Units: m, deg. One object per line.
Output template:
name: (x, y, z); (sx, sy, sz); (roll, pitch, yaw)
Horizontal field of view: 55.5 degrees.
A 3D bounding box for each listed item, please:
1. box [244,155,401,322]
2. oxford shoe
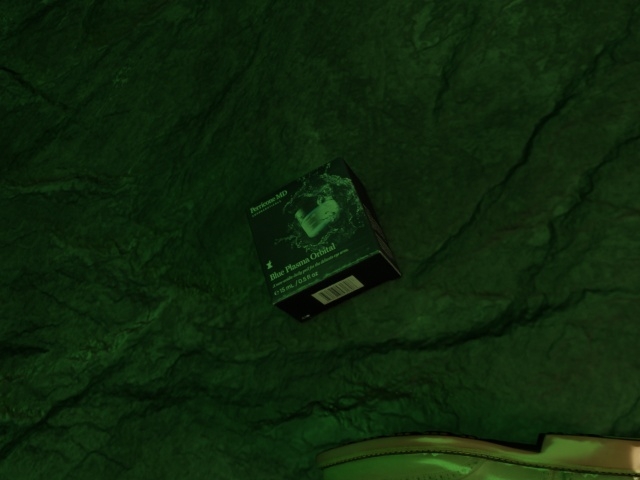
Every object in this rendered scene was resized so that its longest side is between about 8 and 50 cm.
box: (0.000, 0.000, 0.813); (0.155, 0.093, 0.158); (-27, 59, 12)
oxford shoe: (0.156, 0.262, 0.617); (0.347, 0.123, 0.130); (-7, 72, 23)
